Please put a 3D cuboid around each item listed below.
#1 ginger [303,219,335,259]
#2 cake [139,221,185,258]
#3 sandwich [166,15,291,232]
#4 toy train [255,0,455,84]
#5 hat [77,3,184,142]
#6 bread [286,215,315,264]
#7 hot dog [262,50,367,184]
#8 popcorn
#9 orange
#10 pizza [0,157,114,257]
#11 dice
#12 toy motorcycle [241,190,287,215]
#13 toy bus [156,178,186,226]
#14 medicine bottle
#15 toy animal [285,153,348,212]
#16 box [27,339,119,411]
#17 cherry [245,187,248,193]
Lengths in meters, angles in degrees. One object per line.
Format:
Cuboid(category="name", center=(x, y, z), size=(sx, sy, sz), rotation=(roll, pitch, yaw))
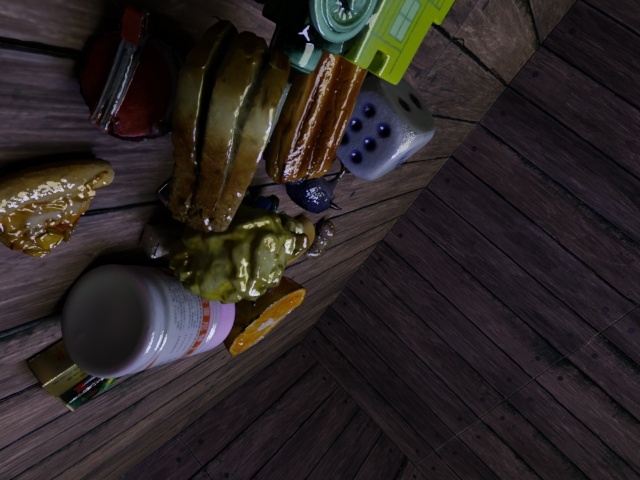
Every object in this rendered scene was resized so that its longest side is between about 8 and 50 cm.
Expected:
Cuboid(category="ginger", center=(0.000, 0.000, 1.588), size=(0.104, 0.080, 0.204), rotation=(-22, 155, -45))
Cuboid(category="cake", center=(-0.292, -0.014, 0.811), size=(0.121, 0.052, 0.065), rotation=(-32, 156, -46))
Cuboid(category="sandwich", center=(-0.101, -0.177, 0.530), size=(0.254, 0.099, 0.288), rotation=(122, -15, -50))
Cuboid(category="toy train", center=(0.092, -0.401, 0.479), size=(0.272, 0.179, 0.442), rotation=(-4, 130, -51))
Cuboid(category="hat", center=(-0.200, -0.199, 0.530), size=(0.227, 0.128, 0.140), rotation=(-57, 159, -74))
Cuboid(category="bread", center=(-0.102, 0.016, 1.328), size=(0.217, 0.098, 0.147), rotation=(-35, 165, -33))
Cuboid(category="hot dog", center=(-0.013, -0.266, 0.759), size=(0.158, 0.117, 0.349), rotation=(-16, 138, -46))
Cuboid(category="popcorn", center=(-0.150, 0.028, 0.780), size=(0.266, 0.192, 0.233), rotation=(-15, -178, -12))
Cuboid(category="orange", center=(-0.195, 0.247, 1.390), size=(0.310, 0.274, 0.274), rotation=(-14, 174, 18))
Cuboid(category="pizza", center=(-0.372, -0.032, 0.532), size=(0.182, 0.062, 0.161), rotation=(-30, 164, -51))
Cuboid(category="dice", center=(0.145, -0.273, 0.982), size=(0.193, 0.194, 0.192), rotation=(-35, 176, 39))
Cuboid(category="toy motorcycle", center=(-0.177, 0.026, 1.024), size=(0.196, 0.125, 0.331), rotation=(-54, 170, -41))
Cuboid(category="toy bus", center=(-0.266, -0.068, 0.774), size=(0.052, 0.037, 0.131), rotation=(-38, 165, -11))
Cuboid(category="medicine bottle", center=(-0.334, 0.156, 0.850), size=(0.202, 0.202, 0.316), rotation=(-48, 165, 6))
Cuboid(category="toy animal", center=(-0.009, -0.158, 1.077), size=(0.185, 0.122, 0.298), rotation=(-46, 159, -17))
Cuboid(category="box", center=(-0.527, 0.284, 0.914), size=(0.159, 0.071, 0.240), rotation=(-39, 164, -33))
Cuboid(category="cherry", center=(-0.186, -0.100, 0.720), size=(0.107, 0.090, 0.225), rotation=(-5, -166, 2))
